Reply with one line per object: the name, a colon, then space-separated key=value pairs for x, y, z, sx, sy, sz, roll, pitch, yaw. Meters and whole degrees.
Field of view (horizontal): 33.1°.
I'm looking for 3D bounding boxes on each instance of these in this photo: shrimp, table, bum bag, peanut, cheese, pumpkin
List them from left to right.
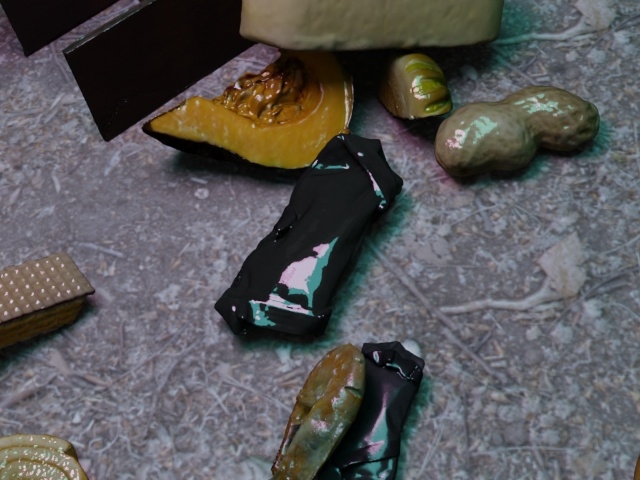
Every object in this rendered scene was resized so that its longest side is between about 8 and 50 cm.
table: x=-0.283 y=-0.343 z=1.547 sx=0.282 sy=0.196 sz=0.250 roll=-36 pitch=60 yaw=-15
pumpkin: x=-0.083 y=-0.143 z=1.454 sx=0.278 sy=0.111 sz=0.163 roll=-31 pitch=84 yaw=-16
shrimp: x=-0.011 y=0.214 z=1.213 sx=0.051 sy=0.115 sz=0.217 roll=31 pitch=77 yaw=-18
bum bag: x=0.000 y=0.000 z=1.351 sx=0.142 sy=0.079 sz=0.326 roll=25 pitch=67 yaw=21
cheese: x=0.026 y=-0.363 z=1.509 sx=0.384 sy=0.104 sz=0.384 roll=6 pitch=27 yaw=-3
bum bag: x=0.059 y=0.198 z=1.223 sx=0.087 sy=0.049 sz=0.197 roll=9 pitch=61 yaw=21
peanut: x=0.256 y=-0.144 z=1.409 sx=0.228 sy=0.085 sz=0.104 roll=-18 pitch=65 yaw=-7

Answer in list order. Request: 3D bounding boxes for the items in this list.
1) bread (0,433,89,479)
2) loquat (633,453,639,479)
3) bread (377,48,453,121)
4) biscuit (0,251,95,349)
bread: x=-0.322 y=0.279 z=1.206 sx=0.149 sy=0.073 sz=0.122 roll=7 pitch=56 yaw=12
loquat: x=0.394 y=0.253 z=1.091 sx=0.163 sy=0.137 sz=0.163 roll=4 pitch=65 yaw=-10
bread: x=0.124 y=-0.214 z=1.452 sx=0.083 sy=0.094 sz=0.157 roll=-18 pitch=11 yaw=-10
biscuit: x=-0.458 y=0.106 z=1.277 sx=0.379 sy=0.054 sz=0.094 roll=-21 pitch=56 yaw=-34
